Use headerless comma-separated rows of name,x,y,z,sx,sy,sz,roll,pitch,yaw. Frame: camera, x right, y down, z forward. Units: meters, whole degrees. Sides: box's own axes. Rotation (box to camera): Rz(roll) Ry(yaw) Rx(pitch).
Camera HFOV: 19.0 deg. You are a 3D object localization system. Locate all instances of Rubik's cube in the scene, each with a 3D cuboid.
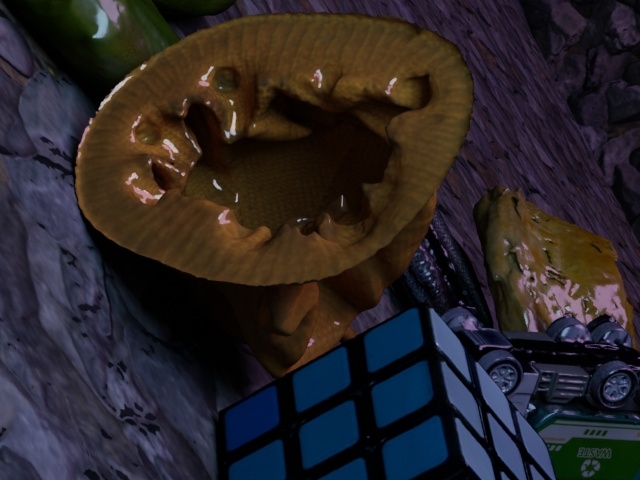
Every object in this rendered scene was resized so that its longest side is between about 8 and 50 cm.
Rubik's cube,0.048,0.166,1.150,0.163,0.162,0.160,49,18,-31

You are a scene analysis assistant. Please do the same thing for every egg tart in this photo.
egg tart,0.235,0.099,1.817,0.341,0.129,0.341,-14,90,-86

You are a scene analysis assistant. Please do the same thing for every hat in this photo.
hat,0.000,0.000,1.255,0.233,0.244,0.233,48,-12,37

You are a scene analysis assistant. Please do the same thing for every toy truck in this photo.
toy truck,0.203,0.132,1.599,0.253,0.124,0.114,4,21,-23

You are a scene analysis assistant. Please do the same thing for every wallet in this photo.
wallet,0.094,-0.013,1.823,0.221,0.071,0.262,57,9,-8

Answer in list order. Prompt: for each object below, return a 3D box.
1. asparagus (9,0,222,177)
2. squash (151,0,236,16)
asparagus,-0.103,-0.093,1.317,0.343,0.085,0.082,51,62,-29
squash,-0.105,-0.219,1.560,0.318,0.080,0.071,-41,140,-73
